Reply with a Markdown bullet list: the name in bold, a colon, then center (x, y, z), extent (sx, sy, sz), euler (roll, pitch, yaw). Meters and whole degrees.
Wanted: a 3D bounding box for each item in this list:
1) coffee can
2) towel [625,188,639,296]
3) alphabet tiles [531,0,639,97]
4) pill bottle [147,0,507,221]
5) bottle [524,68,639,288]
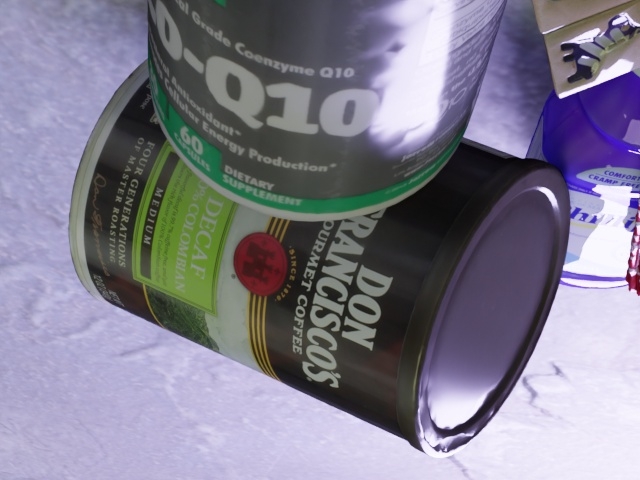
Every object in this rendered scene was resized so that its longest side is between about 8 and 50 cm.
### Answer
- **coffee can**: center (0.000, 0.000, 1.161), extent (0.275, 0.201, 0.201), euler (22, 158, 26)
- **towel**: center (0.293, -0.061, 1.091), extent (0.199, 0.031, 0.275), euler (-23, 151, -8)
- **alphabet tiles**: center (0.263, -0.181, 0.839), extent (0.342, 0.011, 0.285), euler (-21, 146, 3)
- **pill bottle**: center (0.009, -0.177, 0.911), extent (0.204, 0.204, 0.361), euler (12, 152, 1)
- **bottle**: center (0.204, -0.064, 1.160), extent (0.118, 0.092, 0.283), euler (8, 152, -2)
